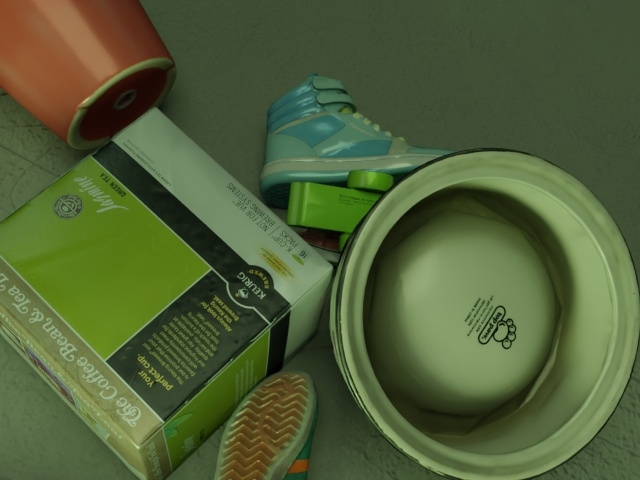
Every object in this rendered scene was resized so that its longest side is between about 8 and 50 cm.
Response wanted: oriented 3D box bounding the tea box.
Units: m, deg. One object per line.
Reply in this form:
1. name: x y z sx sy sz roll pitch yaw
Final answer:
1. tea box: -0.215 0.073 1.173 0.329 0.220 0.323 42 66 15

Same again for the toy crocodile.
1. toy crocodile: 0.116 -0.032 1.286 0.341 0.105 0.115 3 87 -17

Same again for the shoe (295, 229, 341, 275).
1. shoe: 0.000 0.000 1.324 0.178 0.063 0.081 12 61 -5

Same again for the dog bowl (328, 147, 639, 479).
1. dog bowl: 0.192 0.093 1.171 0.408 0.150 0.407 1 87 -17

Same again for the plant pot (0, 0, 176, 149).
1. plant pot: -0.358 -0.285 1.335 0.275 0.275 0.243 -37 81 -22

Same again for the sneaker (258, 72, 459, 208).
1. sneaker: 0.065 -0.162 1.377 0.319 0.127 0.208 -1 64 -7

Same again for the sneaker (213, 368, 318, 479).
1. sneaker: -0.067 0.308 1.135 0.108 0.121 0.302 3 50 23
